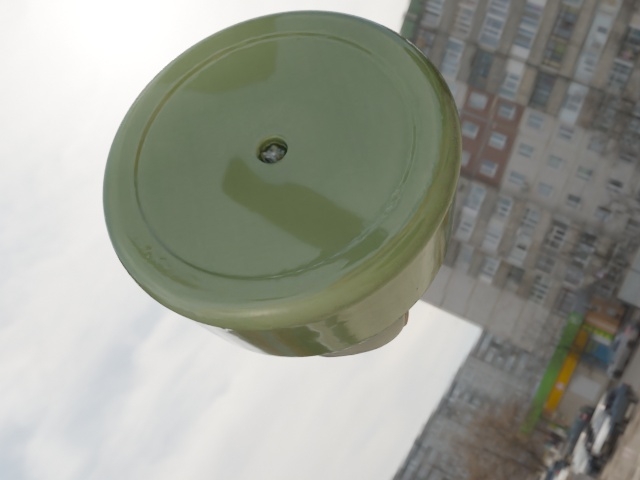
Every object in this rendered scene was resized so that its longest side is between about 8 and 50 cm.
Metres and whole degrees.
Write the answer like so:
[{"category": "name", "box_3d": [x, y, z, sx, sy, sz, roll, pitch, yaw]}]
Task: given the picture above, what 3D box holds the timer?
[{"category": "timer", "box_3d": [0.000, 0.000, 0.841, 0.291, 0.290, 0.315, -60, -27, -18]}]
